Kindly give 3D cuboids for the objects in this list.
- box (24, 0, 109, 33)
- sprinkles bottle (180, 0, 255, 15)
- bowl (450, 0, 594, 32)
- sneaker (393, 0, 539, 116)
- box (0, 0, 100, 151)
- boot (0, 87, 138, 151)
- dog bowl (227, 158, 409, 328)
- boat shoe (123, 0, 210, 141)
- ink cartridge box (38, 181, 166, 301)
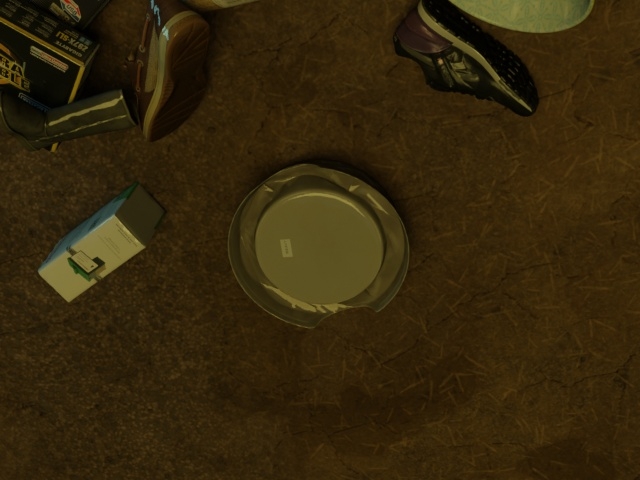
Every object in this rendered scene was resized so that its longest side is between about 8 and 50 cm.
[{"bbox_3d":[-0.499,-0.496,1.813,0.270,0.060,0.216,43,115,-14],"label":"box"},{"bbox_3d":[-0.096,-0.456,1.670,0.355,0.121,0.121,-3,119,37],"label":"sprinkles bottle"},{"bbox_3d":[0.322,-0.481,1.638,0.289,0.289,0.156,24,76,-5],"label":"bowl"},{"bbox_3d":[0.256,-0.305,1.803,0.283,0.107,0.124,39,130,-8],"label":"sneaker"},{"bbox_3d":[-0.587,-0.333,1.852,0.322,0.079,0.257,29,140,-8],"label":"box"},{"bbox_3d":[-0.444,-0.226,1.791,0.208,0.189,0.076,-8,74,8],"label":"boot"},{"bbox_3d":[0.000,0.000,1.977,0.348,0.102,0.349,3,117,6],"label":"dog bowl"},{"bbox_3d":[-0.284,-0.311,1.816,0.123,0.123,0.342,49,152,14],"label":"boat shoe"},{"bbox_3d":[-0.429,0.003,2.004,0.219,0.160,0.092,-34,108,23],"label":"ink cartridge box"}]
